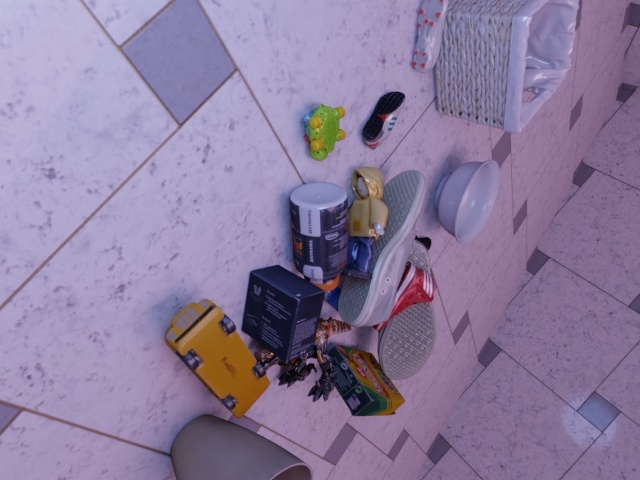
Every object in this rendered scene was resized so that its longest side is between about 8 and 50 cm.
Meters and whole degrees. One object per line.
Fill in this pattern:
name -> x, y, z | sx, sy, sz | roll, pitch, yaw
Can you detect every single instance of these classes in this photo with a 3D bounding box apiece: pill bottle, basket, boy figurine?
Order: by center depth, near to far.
pill bottle -> 0.000, 0.000, 1.039 | 0.130, 0.130, 0.246 | -30, 132, -37
boy figurine -> 0.110, -0.046, 1.130 | 0.092, 0.177, 0.286 | 9, 92, -24
basket -> 0.502, -0.529, 1.226 | 0.328, 0.266, 0.331 | -46, 139, -23

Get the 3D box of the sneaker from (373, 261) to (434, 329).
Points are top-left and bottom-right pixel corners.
sneaker -> 0.248, 0.181, 1.282 | 0.128, 0.087, 0.221 | 25, 107, -13

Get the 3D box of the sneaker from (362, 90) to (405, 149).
sneaker -> 0.160, -0.300, 1.132 | 0.161, 0.057, 0.075 | -57, 160, -12

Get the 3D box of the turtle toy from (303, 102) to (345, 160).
turtle toy -> 0.002, -0.229, 0.958 | 0.095, 0.066, 0.130 | -30, 133, -35

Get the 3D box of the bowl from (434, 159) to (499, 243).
bowl -> 0.487, -0.147, 1.548 | 0.297, 0.134, 0.298 | -28, 130, -39

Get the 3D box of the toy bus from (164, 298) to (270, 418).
toy bus -> -0.211, 0.243, 0.926 | 0.108, 0.130, 0.333 | -44, 139, -23

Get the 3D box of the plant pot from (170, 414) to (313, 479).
plant pot -> -0.199, 0.515, 0.982 | 0.256, 0.274, 0.257 | -28, 131, -38

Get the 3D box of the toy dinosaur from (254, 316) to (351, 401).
toy dinosaur -> -0.027, 0.284, 1.175 | 0.321, 0.164, 0.219 | -8, 102, -25

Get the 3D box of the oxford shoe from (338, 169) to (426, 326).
oxford shoe -> 0.183, 0.027, 1.221 | 0.130, 0.169, 0.450 | 21, 89, -34

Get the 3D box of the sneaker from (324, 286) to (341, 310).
sneaker -> 0.070, 0.183, 1.274 | 0.058, 0.084, 0.152 | -52, 142, -16

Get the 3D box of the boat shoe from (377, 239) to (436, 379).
boat shoe -> 0.260, 0.216, 1.424 | 0.186, 0.156, 0.501 | -6, 111, -5

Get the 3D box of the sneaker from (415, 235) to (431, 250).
sneaker -> 0.321, 0.011, 1.507 | 0.170, 0.051, 0.089 | -33, 139, -30

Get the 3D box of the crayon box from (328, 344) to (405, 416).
crayon box -> 0.148, 0.448, 1.427 | 0.081, 0.202, 0.318 | -44, 146, 10

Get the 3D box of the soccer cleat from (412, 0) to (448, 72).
soccer cleat -> 0.279, -0.526, 1.128 | 0.076, 0.068, 0.196 | -30, 139, -44

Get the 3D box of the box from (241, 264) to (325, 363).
box -> -0.086, 0.160, 1.008 | 0.093, 0.155, 0.159 | -11, 119, -48
